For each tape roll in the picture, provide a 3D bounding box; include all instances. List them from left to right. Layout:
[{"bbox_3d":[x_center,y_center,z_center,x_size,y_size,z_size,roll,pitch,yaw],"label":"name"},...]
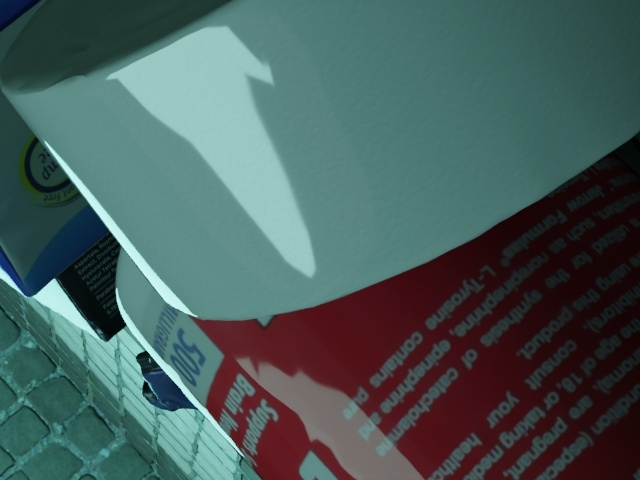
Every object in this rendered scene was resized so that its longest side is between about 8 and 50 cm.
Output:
[{"bbox_3d":[0.031,-0.100,0.616,0.100,0.286,0.286,55,163,-19],"label":"tape roll"}]

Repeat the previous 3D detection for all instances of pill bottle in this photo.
[{"bbox_3d":[0.113,0.096,0.810,0.408,0.229,0.229,46,164,17],"label":"pill bottle"}]

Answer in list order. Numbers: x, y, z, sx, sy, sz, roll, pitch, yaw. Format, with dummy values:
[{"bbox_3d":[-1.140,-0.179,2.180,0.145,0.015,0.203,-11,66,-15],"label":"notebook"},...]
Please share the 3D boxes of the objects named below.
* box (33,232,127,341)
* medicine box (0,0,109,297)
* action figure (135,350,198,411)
[{"bbox_3d":[-0.272,-0.118,1.538,0.343,0.179,0.312,23,151,56],"label":"box"},{"bbox_3d":[-0.170,-0.136,1.077,0.289,0.263,0.149,26,152,53],"label":"medicine box"},{"bbox_3d":[0.000,0.000,1.205,0.341,0.179,0.330,-6,131,35],"label":"action figure"}]
